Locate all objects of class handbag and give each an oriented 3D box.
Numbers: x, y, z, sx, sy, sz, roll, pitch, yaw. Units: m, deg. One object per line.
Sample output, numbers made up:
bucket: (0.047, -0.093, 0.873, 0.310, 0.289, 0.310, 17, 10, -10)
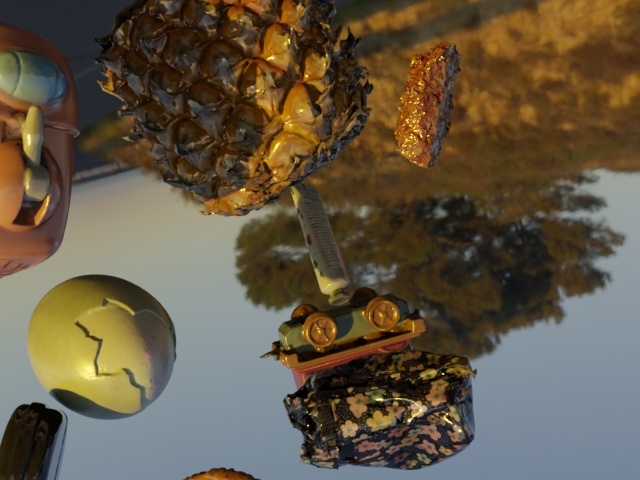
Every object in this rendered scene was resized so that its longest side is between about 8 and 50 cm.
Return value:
handbag: (-0.538, 0.429, 1.708, 0.093, 0.254, 0.308, 9, 167, -8)
handbag: (0.064, 0.191, 1.016, 0.208, 0.127, 0.229, -4, 166, 2)

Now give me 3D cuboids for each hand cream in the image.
hand cream: (0.000, 0.000, 1.867, 0.059, 0.276, 0.095, -33, 153, 31)

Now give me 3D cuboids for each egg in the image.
egg: (-0.423, 0.216, 1.825, 0.278, 0.278, 0.336, -21, -144, -36)

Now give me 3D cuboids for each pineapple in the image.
pineapple: (-0.096, -0.209, 1.224, 0.352, 0.300, 0.352, -38, -179, 1)

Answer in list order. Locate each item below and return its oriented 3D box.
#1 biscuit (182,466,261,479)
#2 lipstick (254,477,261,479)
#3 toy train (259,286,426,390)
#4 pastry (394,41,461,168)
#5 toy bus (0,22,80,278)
biscuit: (-0.107, 0.414, 1.205, 0.254, 0.254, 0.035, -12, -174, 33)
lipstick: (-0.127, 0.390, 1.336, 0.045, 0.045, 0.145, 14, 142, -19)
toy train: (0.051, 0.244, 2.028, 0.369, 0.232, 0.163, -14, -170, -12)
pastry: (0.138, -0.184, 1.229, 0.063, 0.169, 0.087, 14, -173, 29)
toy bus: (-0.347, -0.096, 0.915, 0.232, 0.288, 0.194, -3, 175, 43)
